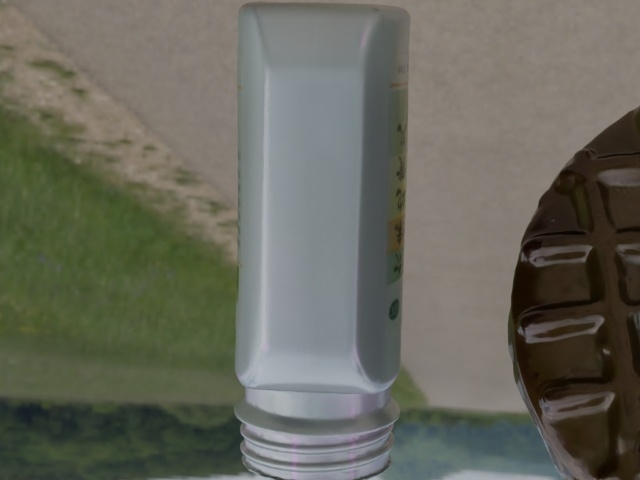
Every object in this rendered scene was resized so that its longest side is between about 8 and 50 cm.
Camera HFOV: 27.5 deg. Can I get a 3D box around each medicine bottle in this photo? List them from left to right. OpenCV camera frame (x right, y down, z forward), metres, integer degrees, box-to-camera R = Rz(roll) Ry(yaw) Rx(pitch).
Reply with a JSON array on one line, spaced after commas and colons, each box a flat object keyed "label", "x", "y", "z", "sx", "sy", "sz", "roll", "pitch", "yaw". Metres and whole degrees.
[{"label": "medicine bottle", "x": 0.000, "y": 0.000, "z": 0.910, "sx": 0.124, "sy": 0.324, "sz": 0.179, "roll": 3, "pitch": -171, "yaw": 3}]

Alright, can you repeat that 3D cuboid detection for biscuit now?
[{"label": "biscuit", "x": 0.273, "y": 0.040, "z": 0.920, "sx": 0.268, "sy": 0.366, "sz": 0.115, "roll": 29, "pitch": 165, "yaw": 22}]
